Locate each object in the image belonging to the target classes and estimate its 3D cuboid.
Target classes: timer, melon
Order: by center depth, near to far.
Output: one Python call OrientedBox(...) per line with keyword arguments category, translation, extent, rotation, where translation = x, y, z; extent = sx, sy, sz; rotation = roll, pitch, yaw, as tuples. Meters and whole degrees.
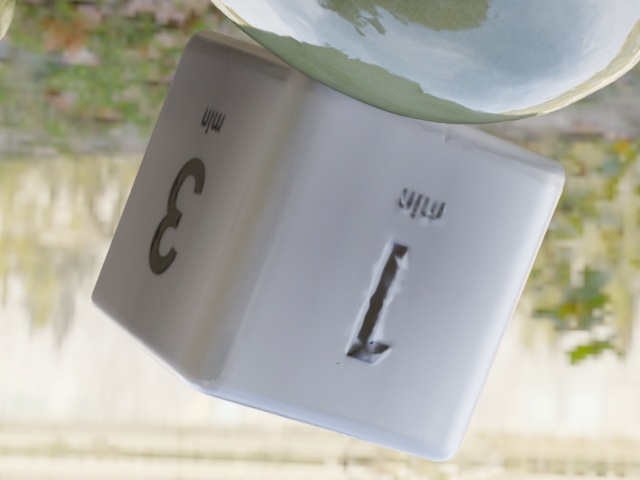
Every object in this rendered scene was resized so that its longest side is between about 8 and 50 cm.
OrientedBox(category="melon", translation=(0.060, -0.188, 0.936), extent=(0.308, 0.271, 0.272), rotation=(30, 161, -22))
OrientedBox(category="timer", translation=(0.000, 0.000, 1.126), extent=(0.194, 0.195, 0.192), rotation=(18, -176, -28))

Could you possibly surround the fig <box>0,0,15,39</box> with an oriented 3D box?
OrientedBox(category="fig", translation=(-0.374, -0.296, 1.792), extent=(0.149, 0.245, 0.149), rotation=(-6, 171, -1))
